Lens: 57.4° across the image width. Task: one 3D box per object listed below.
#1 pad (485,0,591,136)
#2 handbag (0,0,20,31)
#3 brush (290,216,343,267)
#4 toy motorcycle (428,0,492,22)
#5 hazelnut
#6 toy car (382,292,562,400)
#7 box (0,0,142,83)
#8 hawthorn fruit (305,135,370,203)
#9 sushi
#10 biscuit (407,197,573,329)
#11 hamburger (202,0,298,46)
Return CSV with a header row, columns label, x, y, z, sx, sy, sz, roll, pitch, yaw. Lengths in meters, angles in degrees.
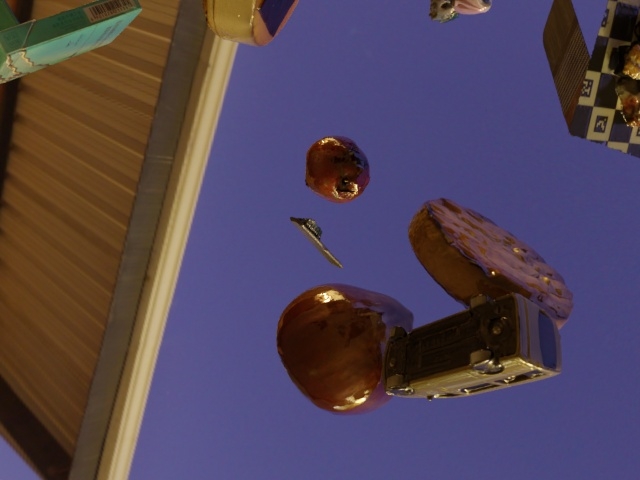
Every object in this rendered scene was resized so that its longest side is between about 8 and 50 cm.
label,x,y,z,sx,sy,sz,roll,pitch,yaw
pad,0.436,-0.299,1.148,0.323,0.055,0.250,118,-32,-64
handbag,-0.682,-0.456,1.068,0.238,0.089,0.326,11,-41,36
brush,0.000,0.000,1.060,0.034,0.190,0.027,26,-103,34
toy motorcycle,0.209,-0.447,0.949,0.239,0.108,0.204,66,-25,16
hazelnut,0.075,0.288,1.545,0.359,0.409,0.359,-6,-105,24
toy car,0.203,0.164,0.826,0.256,0.124,0.101,-32,-140,46
box,-0.414,-0.322,0.928,0.162,0.229,0.041,-6,-64,53
hawthorn fruit,0.019,-0.075,0.618,0.077,0.077,0.077,2,-87,35
sushi,0.403,-0.209,0.702,0.040,0.192,0.210,33,-69,59
biscuit,0.269,0.045,0.951,0.296,0.296,0.102,45,-63,25
hamburger,-0.145,-0.573,1.266,0.176,0.300,0.300,30,-69,3
